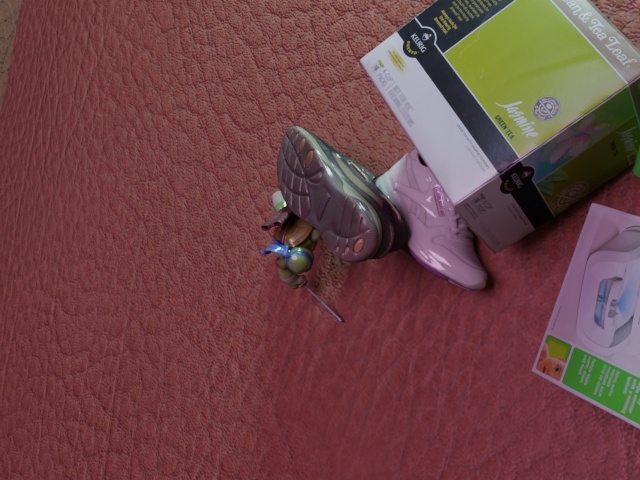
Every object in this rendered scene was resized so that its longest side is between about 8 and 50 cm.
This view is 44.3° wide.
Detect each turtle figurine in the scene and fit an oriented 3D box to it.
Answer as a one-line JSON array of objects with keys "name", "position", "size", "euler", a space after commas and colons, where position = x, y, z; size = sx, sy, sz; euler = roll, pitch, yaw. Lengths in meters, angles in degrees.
[{"name": "turtle figurine", "position": [0.000, 0.000, 1.545], "size": [0.266, 0.274, 0.198], "euler": [-100, 24, -49]}]

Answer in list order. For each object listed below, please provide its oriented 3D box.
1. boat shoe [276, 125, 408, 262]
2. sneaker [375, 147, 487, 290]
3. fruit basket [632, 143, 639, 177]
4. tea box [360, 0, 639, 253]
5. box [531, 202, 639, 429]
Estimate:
[{"name": "boat shoe", "position": [0.033, -0.080, 1.410], "size": [0.132, 0.130, 0.355], "euler": [-61, 42, 29]}, {"name": "sneaker", "position": [0.207, -0.048, 1.360], "size": [0.152, 0.114, 0.305], "euler": [-48, 52, 23]}, {"name": "fruit basket", "position": [0.598, -0.165, 0.924], "size": [0.392, 0.282, 0.393], "euler": [2, 93, 50]}, {"name": "tea box", "position": [0.294, -0.221, 1.216], "size": [0.323, 0.220, 0.329], "euler": [-35, 56, 14]}, {"name": "box", "position": [0.450, 0.110, 1.065], "size": [0.231, 0.126, 0.262], "euler": [29, 103, 53]}]
